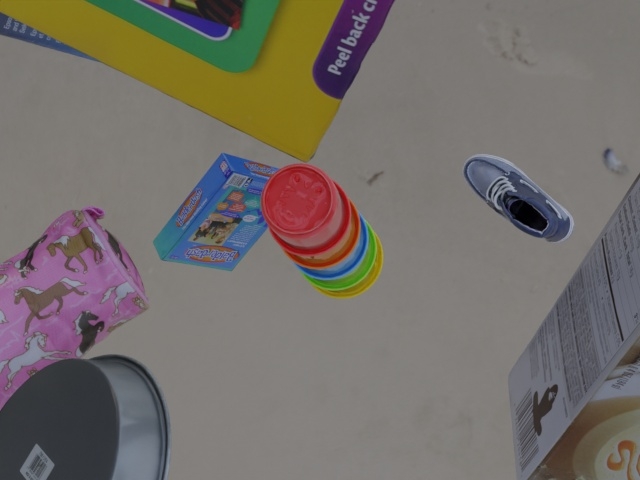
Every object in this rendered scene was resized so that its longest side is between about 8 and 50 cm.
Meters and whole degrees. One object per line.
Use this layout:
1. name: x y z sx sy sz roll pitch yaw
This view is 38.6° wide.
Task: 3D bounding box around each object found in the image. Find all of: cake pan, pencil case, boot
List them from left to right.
1. pencil case: -0.410 0.116 1.181 0.386 0.160 0.167 -34 129 -7
2. cake pan: -0.278 0.250 0.958 0.054 0.293 0.293 35 65 -42
3. boot: 0.261 -0.065 1.264 0.190 0.086 0.069 38 106 30

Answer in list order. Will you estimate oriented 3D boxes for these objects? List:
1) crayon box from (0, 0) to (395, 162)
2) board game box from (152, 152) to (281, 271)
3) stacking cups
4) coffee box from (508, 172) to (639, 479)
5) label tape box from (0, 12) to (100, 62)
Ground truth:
1. crayon box: -0.070 -0.245 0.396 0.313 0.363 0.106 27 47 -4
2. board game box: -0.156 -0.042 1.519 0.160 0.210 0.047 13 37 -48
3. stacking cups: 0.000 0.000 0.884 0.096 0.316 0.096 -1 83 9
4. coffee box: 0.222 0.059 0.528 0.141 0.246 0.098 14 44 -7
5. label tape box: -0.249 -0.306 0.812 0.348 0.249 0.115 12 42 -27
